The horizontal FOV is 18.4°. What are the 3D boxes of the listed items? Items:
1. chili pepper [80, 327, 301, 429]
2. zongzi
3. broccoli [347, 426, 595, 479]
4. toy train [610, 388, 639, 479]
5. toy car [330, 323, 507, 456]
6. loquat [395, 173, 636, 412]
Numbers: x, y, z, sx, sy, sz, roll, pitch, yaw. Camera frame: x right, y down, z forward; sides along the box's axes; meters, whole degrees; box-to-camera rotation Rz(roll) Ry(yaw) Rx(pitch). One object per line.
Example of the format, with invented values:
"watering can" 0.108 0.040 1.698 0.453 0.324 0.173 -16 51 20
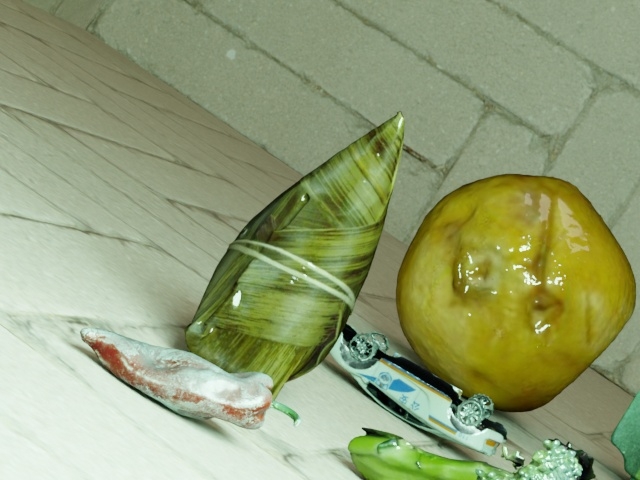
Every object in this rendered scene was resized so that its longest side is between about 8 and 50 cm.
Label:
"chili pepper" -0.086 0.094 1.284 0.153 0.041 0.050 16 -14 -5
"zongzi" 0.000 0.000 1.556 0.111 0.241 0.248 37 5 -1
"broccoli" 0.101 0.180 1.387 0.122 0.118 0.204 -15 22 -42
"toy train" 0.502 0.240 2.373 0.299 0.238 0.167 32 5 20
"toy car" 0.084 0.136 1.829 0.205 0.056 0.095 30 5 9
"loquat" 0.220 0.052 2.239 0.276 0.276 0.284 34 15 12
